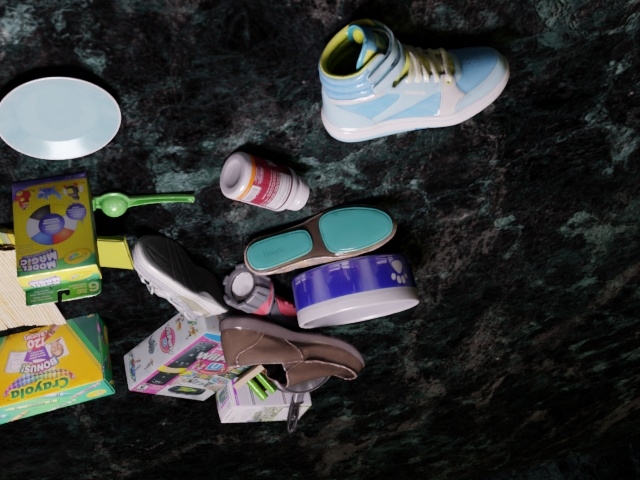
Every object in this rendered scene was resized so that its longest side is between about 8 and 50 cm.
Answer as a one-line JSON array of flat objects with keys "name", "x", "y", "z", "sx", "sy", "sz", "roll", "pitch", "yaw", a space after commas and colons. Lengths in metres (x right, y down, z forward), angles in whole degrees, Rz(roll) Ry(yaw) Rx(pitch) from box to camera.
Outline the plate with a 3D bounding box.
[{"name": "plate", "x": -0.406, "y": -0.193, "z": 1.357, "sx": 0.188, "sy": 0.024, "sz": 0.188, "roll": -11, "pitch": 148, "yaw": -7}]

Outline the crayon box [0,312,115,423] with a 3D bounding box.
[{"name": "crayon box", "x": -0.591, "y": 0.275, "z": 1.868, "sx": 0.278, "sy": 0.165, "sz": 0.081, "roll": -15, "pitch": 148, "yaw": -1}]

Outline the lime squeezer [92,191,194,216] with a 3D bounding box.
[{"name": "lime squeezer", "x": -0.375, "y": -0.042, "z": 1.543, "sx": 0.310, "sy": 0.110, "sz": 0.059, "roll": -33, "pitch": 141, "yaw": -32}]

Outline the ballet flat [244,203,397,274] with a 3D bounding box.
[{"name": "ballet flat", "x": 0.000, "y": 0.000, "z": 1.784, "sx": 0.316, "sy": 0.107, "sz": 0.106, "roll": -12, "pitch": 168, "yaw": 3}]

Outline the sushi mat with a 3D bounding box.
[{"name": "sushi mat", "x": -0.613, "y": 0.099, "z": 1.700, "sx": 0.151, "sy": 0.019, "sz": 0.316, "roll": -7, "pitch": 149, "yaw": -1}]

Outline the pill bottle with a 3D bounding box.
[{"name": "pill bottle", "x": -0.098, "y": -0.101, "z": 1.575, "sx": 0.152, "sy": 0.086, "sz": 0.086, "roll": 15, "pitch": 137, "yaw": -40}]

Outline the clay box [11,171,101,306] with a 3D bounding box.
[{"name": "clay box", "x": -0.437, "y": -0.004, "z": 1.449, "sx": 0.127, "sy": 0.222, "sz": 0.053, "roll": -10, "pitch": 148, "yaw": -10}]

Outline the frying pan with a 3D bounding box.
[{"name": "frying pan", "x": -0.076, "y": 0.373, "z": 2.256, "sx": 0.197, "sy": 0.053, "sz": 0.326, "roll": 18, "pitch": 112, "yaw": -30}]

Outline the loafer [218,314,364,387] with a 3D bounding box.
[{"name": "loafer", "x": -0.069, "y": 0.267, "z": 1.942, "sx": 0.366, "sy": 0.130, "sz": 0.134, "roll": 17, "pitch": 160, "yaw": -27}]

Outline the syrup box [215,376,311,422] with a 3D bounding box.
[{"name": "syrup box", "x": -0.154, "y": 0.428, "z": 2.362, "sx": 0.237, "sy": 0.096, "sz": 0.093, "roll": 5, "pitch": 141, "yaw": -29}]

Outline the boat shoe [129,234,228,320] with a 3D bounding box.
[{"name": "boat shoe", "x": -0.295, "y": 0.088, "z": 1.759, "sx": 0.103, "sy": 0.118, "sz": 0.320, "roll": -27, "pitch": 153, "yaw": 10}]

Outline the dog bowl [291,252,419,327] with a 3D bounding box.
[{"name": "dog bowl", "x": 0.074, "y": 0.111, "z": 1.884, "sx": 0.265, "sy": 0.104, "sz": 0.265, "roll": -11, "pitch": 168, "yaw": -2}]

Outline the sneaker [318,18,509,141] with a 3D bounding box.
[{"name": "sneaker", "x": 0.145, "y": -0.274, "z": 1.378, "sx": 0.319, "sy": 0.127, "sz": 0.208, "roll": -18, "pitch": 149, "yaw": 2}]

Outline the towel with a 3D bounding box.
[{"name": "towel", "x": -0.465, "y": 0.014, "z": 1.593, "sx": 0.237, "sy": 0.021, "sz": 0.102, "roll": 5, "pitch": 150, "yaw": 1}]

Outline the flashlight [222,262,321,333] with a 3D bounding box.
[{"name": "flashlight", "x": -0.091, "y": 0.137, "z": 1.946, "sx": 0.103, "sy": 0.103, "sz": 0.304, "roll": -22, "pitch": 153, "yaw": 26}]

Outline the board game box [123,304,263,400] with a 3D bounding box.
[{"name": "board game box", "x": -0.280, "y": 0.260, "z": 2.050, "sx": 0.224, "sy": 0.097, "sz": 0.303, "roll": 17, "pitch": 135, "yaw": -42}]

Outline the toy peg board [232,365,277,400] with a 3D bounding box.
[{"name": "toy peg board", "x": -0.107, "y": 0.301, "z": 2.106, "sx": 0.161, "sy": 0.079, "sz": 0.160, "roll": -38, "pitch": -175, "yaw": 23}]
